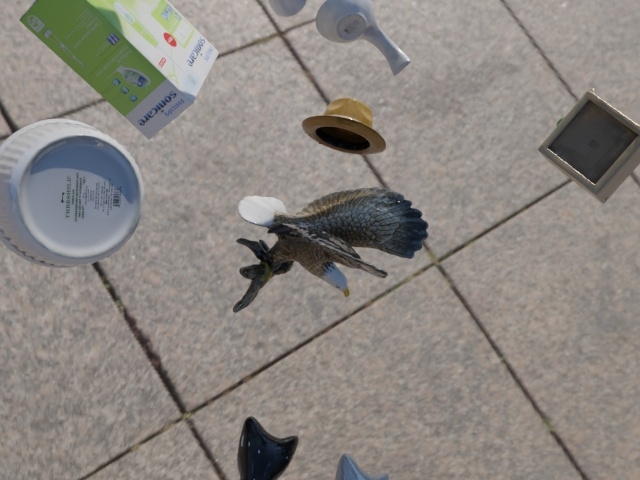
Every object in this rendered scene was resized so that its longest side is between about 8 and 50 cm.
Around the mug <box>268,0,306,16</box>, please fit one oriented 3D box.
[{"bbox_3d":[-0.062,-0.389,1.242,0.062,0.064,0.078,-25,71,13],"label":"mug"}]

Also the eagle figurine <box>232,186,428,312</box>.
[{"bbox_3d":[0.008,0.006,1.403,0.225,0.298,0.226,26,52,-38],"label":"eagle figurine"}]

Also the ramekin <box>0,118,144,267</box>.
[{"bbox_3d":[-0.338,-0.062,1.101,0.207,0.109,0.207,-3,96,-32],"label":"ramekin"}]

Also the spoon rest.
[{"bbox_3d":[0.100,-0.488,1.913,0.276,0.137,0.084,29,31,-42],"label":"spoon rest"}]

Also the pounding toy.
[{"bbox_3d":[0.401,-0.149,1.197,0.141,0.100,0.130,45,103,27],"label":"pounding toy"}]

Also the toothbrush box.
[{"bbox_3d":[-0.332,-0.347,1.397,0.283,0.122,0.206,45,30,-22],"label":"toothbrush box"}]

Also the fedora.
[{"bbox_3d":[0.055,-0.240,1.678,0.194,0.194,0.079,17,79,-11],"label":"fedora"}]

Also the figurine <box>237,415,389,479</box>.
[{"bbox_3d":[-0.019,0.331,0.946,0.214,0.092,0.209,25,52,-15],"label":"figurine"}]
